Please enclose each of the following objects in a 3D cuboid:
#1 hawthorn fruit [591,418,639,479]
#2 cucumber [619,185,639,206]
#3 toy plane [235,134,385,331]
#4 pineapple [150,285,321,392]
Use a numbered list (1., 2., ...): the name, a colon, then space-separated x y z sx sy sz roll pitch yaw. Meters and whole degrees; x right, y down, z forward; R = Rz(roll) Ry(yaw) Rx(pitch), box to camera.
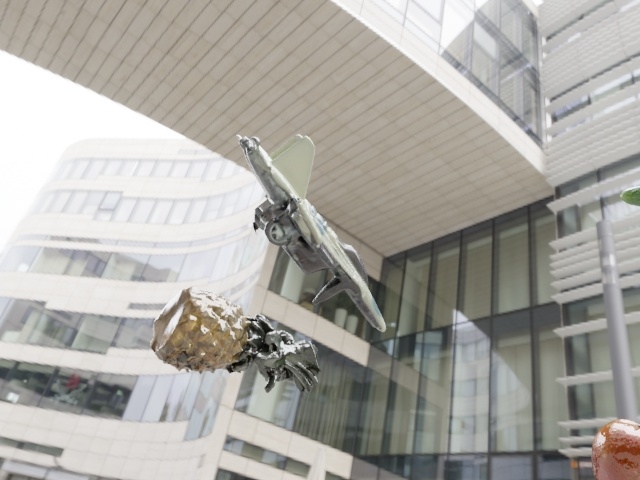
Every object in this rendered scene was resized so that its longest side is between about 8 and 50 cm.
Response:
1. hawthorn fruit: 0.695 0.516 1.163 0.197 0.225 0.196 12 4 -1
2. cucumber: 0.509 -0.057 0.740 0.155 0.037 0.037 11 -28 38
3. toy plane: -0.010 0.006 0.546 0.088 0.192 0.261 -28 -72 -7
4. pineapple: -0.101 0.143 0.716 0.237 0.119 0.111 27 -62 -30
